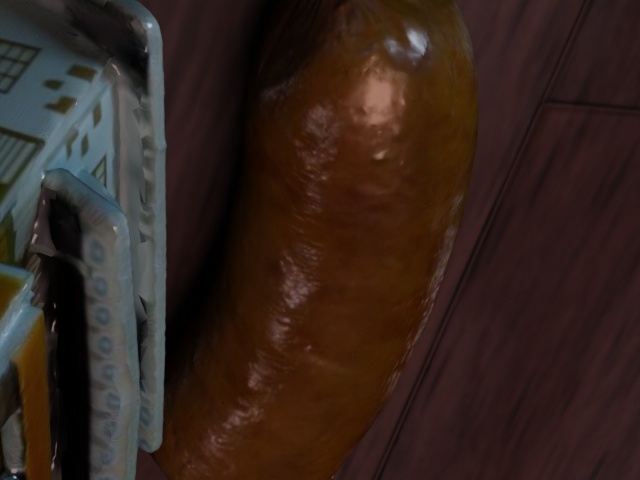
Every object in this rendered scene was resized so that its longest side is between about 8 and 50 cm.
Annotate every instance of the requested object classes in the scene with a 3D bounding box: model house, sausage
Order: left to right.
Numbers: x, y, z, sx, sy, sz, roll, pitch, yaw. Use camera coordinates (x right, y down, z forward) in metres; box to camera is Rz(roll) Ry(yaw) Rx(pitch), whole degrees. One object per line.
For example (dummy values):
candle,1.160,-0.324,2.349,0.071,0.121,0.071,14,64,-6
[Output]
model house,-0.158,0.027,0.687,0.198,0.215,0.224,13,132,11
sausage,0.001,0.001,0.800,0.109,0.109,0.270,0,131,-20
